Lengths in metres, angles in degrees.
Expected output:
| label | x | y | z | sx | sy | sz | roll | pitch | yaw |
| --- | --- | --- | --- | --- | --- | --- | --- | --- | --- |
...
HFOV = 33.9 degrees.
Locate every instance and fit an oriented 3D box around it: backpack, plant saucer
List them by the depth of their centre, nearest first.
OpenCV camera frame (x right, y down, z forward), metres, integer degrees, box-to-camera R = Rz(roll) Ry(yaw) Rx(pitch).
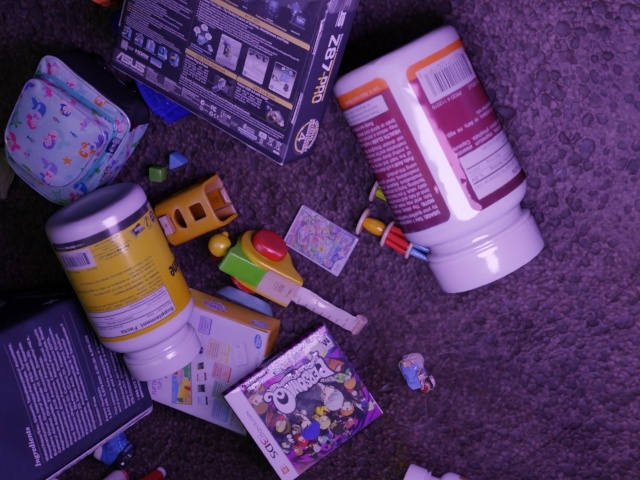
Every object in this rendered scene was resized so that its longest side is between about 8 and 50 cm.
| label | x | y | z | sx | sy | sz | roll | pitch | yaw |
| --- | --- | --- | --- | --- | --- | --- | --- | --- | --- |
| backpack | -0.465 | -0.193 | 1.939 | 0.225 | 0.191 | 0.253 | 39 | 121 | 2 |
| plant saucer | -0.139 | 0.111 | 1.971 | 0.119 | 0.119 | 0.021 | 24 | 83 | 10 |

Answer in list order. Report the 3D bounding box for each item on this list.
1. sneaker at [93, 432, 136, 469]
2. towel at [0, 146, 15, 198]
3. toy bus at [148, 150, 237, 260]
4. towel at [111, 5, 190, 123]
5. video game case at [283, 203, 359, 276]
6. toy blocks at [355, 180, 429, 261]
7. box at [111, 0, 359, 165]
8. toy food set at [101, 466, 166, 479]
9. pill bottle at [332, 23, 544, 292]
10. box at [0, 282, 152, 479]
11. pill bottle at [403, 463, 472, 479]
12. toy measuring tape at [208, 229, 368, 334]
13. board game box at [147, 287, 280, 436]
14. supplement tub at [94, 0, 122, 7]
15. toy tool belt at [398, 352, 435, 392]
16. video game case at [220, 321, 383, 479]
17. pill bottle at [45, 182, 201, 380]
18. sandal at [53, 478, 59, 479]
| label | x | y | z | sx | sy | sz | roll | pitch | yaw |
| --- | --- | --- | --- | --- | --- | --- | --- | --- | --- |
| sneaker | -0.417 | 0.414 | 2.190 | 0.084 | 0.058 | 0.152 | 27 | 116 | 12 |
| towel | -0.678 | -0.158 | 2.105 | 0.148 | 0.027 | 0.110 | 34 | 116 | 4 |
| toy bus | -0.261 | -0.044 | 1.956 | 0.191 | 0.104 | 0.202 | 22 | 113 | 11 |
| towel | -0.211 | -0.362 | 1.846 | 0.308 | 0.076 | 0.228 | -24 | 100 | 24 |
| video game case | 0.000 | 0.000 | 1.931 | 0.122 | 0.011 | 0.087 | 32 | 115 | 6 |
| toy blocks | 0.149 | -0.033 | 1.844 | 0.148 | 0.054 | 0.123 | 26 | 115 | 9 |
| box | -0.146 | -0.350 | 1.683 | 0.395 | 0.097 | 0.318 | 31 | 121 | 25 |
| toy food set | -0.368 | 0.540 | 2.215 | 0.232 | 0.104 | 0.111 | 18 | 128 | 32 |
| pill bottle | 0.198 | -0.129 | 1.701 | 0.224 | 0.224 | 0.392 | -23 | 99 | 24 |
| box | -0.666 | 0.295 | 1.967 | 0.479 | 0.472 | 0.297 | -8 | 104 | 31 |
| pill bottle | 0.256 | 0.506 | 1.948 | 0.229 | 0.131 | 0.131 | 21 | 113 | 12 |
| toy measuring tape | -0.060 | 0.065 | 1.945 | 0.330 | 0.121 | 0.121 | 27 | 117 | -16 |
| board game box | -0.255 | 0.219 | 2.065 | 0.316 | 0.064 | 0.242 | 19 | 113 | 12 |
| supplement tub | -0.344 | -0.507 | 1.821 | 0.117 | 0.117 | 0.190 | 40 | 116 | 3 |
| toy tool belt | 0.175 | 0.251 | 1.933 | 0.052 | 0.051 | 0.083 | -23 | 100 | 24 |
| video game case | -0.033 | 0.303 | 1.955 | 0.232 | 0.042 | 0.210 | -34 | 101 | -10 |
| pill bottle | -0.345 | 0.079 | 1.898 | 0.188 | 0.188 | 0.334 | -13 | 113 | 22 |
| sandal | -0.619 | 0.573 | 2.294 | 0.169 | 0.102 | 0.416 | -11 | 119 | 6 |
